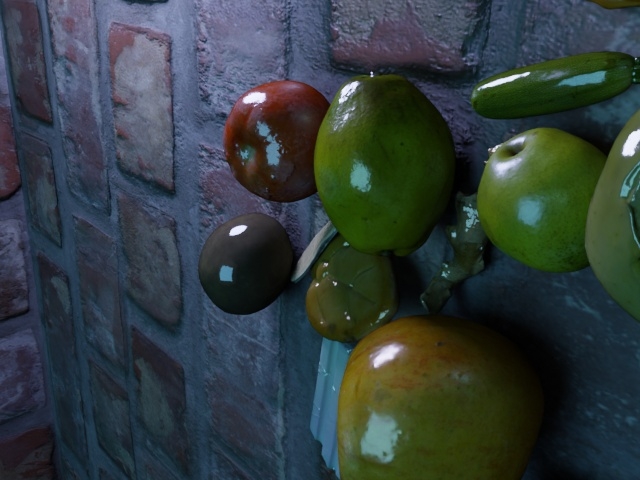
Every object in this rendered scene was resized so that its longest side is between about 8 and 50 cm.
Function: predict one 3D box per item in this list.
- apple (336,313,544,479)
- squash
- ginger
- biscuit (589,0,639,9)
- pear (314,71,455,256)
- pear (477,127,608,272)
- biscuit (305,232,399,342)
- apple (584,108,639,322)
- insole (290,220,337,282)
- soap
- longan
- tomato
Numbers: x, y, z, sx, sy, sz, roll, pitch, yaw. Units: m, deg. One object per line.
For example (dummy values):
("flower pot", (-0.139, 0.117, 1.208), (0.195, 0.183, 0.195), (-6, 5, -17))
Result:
("apple", (0.163, 0.251, 1.003), (0.275, 0.299, 0.298), (3, 111, 4))
("squash", (0.286, -0.190, 0.873), (0.252, 0.066, 0.066), (-2, 101, 50))
("ginger", (0.214, -0.010, 1.023), (0.089, 0.075, 0.288), (31, 124, 12))
("biscuit", (0.345, -0.333, 0.763), (0.170, 0.050, 0.170), (20, 118, 44))
("pear", (0.092, -0.108, 1.029), (0.212, 0.213, 0.269), (7, 103, 49))
("pear", (0.291, -0.030, 0.864), (0.216, 0.166, 0.180), (46, 170, -16))
("biscuit", (0.051, 0.077, 1.198), (0.260, 0.041, 0.202), (28, 92, 59))
("apple", (0.390, -0.020, 0.668), (0.279, 0.279, 0.279), (21, 119, 45))
("insole", (0.000, 0.000, 1.293), (0.011, 0.081, 0.248), (26, 134, -12))
("soap", (0.074, 0.298, 1.284), (0.173, 0.095, 0.289), (35, 128, 40))
("longan", (-0.147, 0.048, 1.393), (0.198, 0.198, 0.212), (55, 141, 22))
("tomato", (-0.057, -0.168, 1.201), (0.208, 0.185, 0.208), (25, 127, 39))
